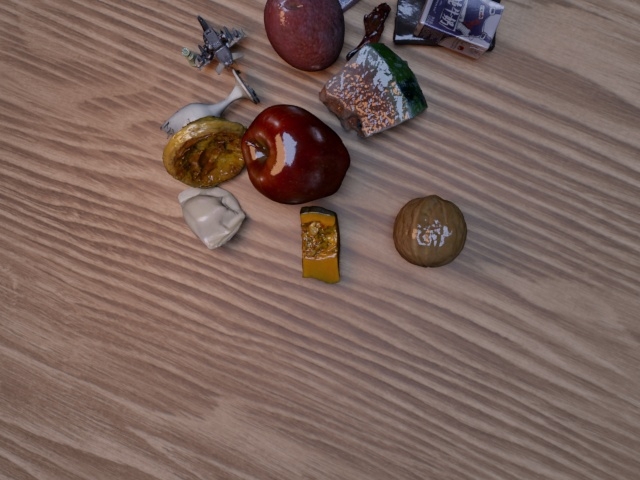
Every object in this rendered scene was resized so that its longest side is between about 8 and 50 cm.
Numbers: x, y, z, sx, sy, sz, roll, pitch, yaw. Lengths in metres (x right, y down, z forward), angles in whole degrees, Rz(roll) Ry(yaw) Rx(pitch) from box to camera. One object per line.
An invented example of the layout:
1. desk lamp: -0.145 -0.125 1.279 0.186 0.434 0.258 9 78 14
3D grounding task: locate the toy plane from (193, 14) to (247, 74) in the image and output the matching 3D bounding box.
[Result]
1. toy plane: -0.348 -0.651 1.457 0.192 0.088 0.262 -35 78 3

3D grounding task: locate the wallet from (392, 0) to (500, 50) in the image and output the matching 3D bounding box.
1. wallet: 0.394 -0.691 1.419 0.321 0.044 0.170 5 93 3

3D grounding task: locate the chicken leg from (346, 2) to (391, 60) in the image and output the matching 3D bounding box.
1. chicken leg: 0.157 -0.662 1.441 0.093 0.053 0.205 26 87 28

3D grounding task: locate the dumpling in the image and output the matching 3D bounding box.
1. dumpling: -0.354 -0.092 1.486 0.179 0.131 0.252 -37 66 -13

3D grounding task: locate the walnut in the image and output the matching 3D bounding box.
1. walnut: 0.327 -0.028 1.363 0.228 0.228 0.228 0 92 6

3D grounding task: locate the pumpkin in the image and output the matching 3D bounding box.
1. pumpkin: 0.000 0.004 1.448 0.131 0.126 0.248 0 111 -2

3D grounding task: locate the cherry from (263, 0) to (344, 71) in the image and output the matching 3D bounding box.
1. cherry: -0.049 -0.645 1.356 0.221 0.307 0.261 -2 95 32

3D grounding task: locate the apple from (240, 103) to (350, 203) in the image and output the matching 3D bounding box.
1. apple: -0.075 -0.245 1.338 0.288 0.317 0.288 -5 83 43

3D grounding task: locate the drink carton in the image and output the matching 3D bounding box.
1. drink carton: 0.411 -0.655 1.350 0.222 0.102 0.134 21 93 -1

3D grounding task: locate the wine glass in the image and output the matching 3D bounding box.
1. wine glass: -0.357 -0.410 1.457 0.321 0.143 0.143 -35 88 8

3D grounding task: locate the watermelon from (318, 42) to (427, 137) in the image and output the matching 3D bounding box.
1. watermelon: 0.172 -0.450 1.392 0.302 0.151 0.264 -33 89 6

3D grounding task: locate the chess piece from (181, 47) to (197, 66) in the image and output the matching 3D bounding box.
1. chess piece: -0.425 -0.601 1.478 0.042 0.093 0.042 0 93 6

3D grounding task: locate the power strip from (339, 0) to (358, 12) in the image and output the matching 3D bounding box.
1. power strip: 0.139 -0.849 1.441 0.279 0.037 0.109 -35 87 6

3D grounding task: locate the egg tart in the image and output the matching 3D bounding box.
1. egg tart: -0.348 -0.284 1.401 0.290 0.290 0.115 -32 63 6
